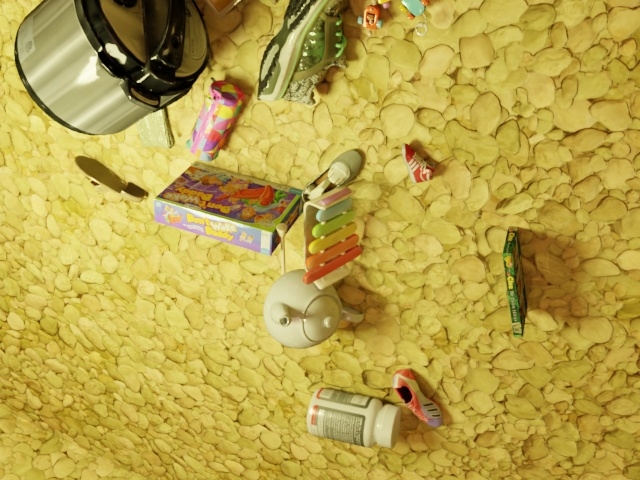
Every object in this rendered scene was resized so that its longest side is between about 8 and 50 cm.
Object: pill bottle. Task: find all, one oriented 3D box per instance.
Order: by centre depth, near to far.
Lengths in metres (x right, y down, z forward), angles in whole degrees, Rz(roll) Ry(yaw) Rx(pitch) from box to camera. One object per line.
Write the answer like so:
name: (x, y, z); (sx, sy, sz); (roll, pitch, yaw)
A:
pill bottle: (0.112, 0.586, 2.282); (0.283, 0.161, 0.161); (8, 125, 19)

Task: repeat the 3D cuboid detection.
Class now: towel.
towel: (-0.485, -0.333, 2.002); (0.110, 0.027, 0.148); (7, 124, 21)

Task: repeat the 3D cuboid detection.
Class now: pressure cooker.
pressure cooker: (-0.477, -0.479, 1.677); (0.420, 0.375, 0.369); (-23, 108, 35)

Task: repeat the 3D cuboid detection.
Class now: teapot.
teapot: (-0.024, 0.210, 2.018); (0.187, 0.256, 0.252); (16, 144, 45)

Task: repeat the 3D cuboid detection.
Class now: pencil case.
pencil case: (-0.288, -0.323, 1.878); (0.104, 0.104, 0.236); (31, 130, 1)

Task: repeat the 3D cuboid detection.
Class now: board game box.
board game box: (0.505, 0.108, 1.802); (0.030, 0.136, 0.259); (-3, 121, 22)
board game box: (-0.248, -0.095, 1.929); (0.347, 0.233, 0.078); (16, 127, 13)

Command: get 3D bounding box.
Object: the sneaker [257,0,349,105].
sneaker: (0.002, -0.483, 1.650); (0.182, 0.158, 0.410); (16, 133, -27)

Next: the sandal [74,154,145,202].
sandal: (-0.665, -0.167, 2.155); (0.240, 0.088, 0.079); (30, 123, -4)

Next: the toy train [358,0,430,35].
toy train: (0.171, -0.523, 1.577); (0.166, 0.046, 0.125); (14, 128, 18)

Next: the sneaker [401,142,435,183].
sneaker: (0.250, -0.199, 1.762); (0.067, 0.042, 0.118); (-5, 128, 31)

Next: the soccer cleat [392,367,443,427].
soccer cleat: (0.302, 0.511, 2.191); (0.083, 0.095, 0.248); (-22, 111, 33)

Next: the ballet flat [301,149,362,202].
ballet flat: (0.030, -0.161, 1.868); (0.072, 0.068, 0.213); (45, 128, -10)

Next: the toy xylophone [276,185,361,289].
toy xylophone: (0.000, 0.000, 1.887); (0.081, 0.236, 0.322); (41, 153, 35)

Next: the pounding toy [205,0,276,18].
pounding toy: (-0.180, -0.615, 1.633); (0.206, 0.094, 0.181); (-27, 108, 36)
